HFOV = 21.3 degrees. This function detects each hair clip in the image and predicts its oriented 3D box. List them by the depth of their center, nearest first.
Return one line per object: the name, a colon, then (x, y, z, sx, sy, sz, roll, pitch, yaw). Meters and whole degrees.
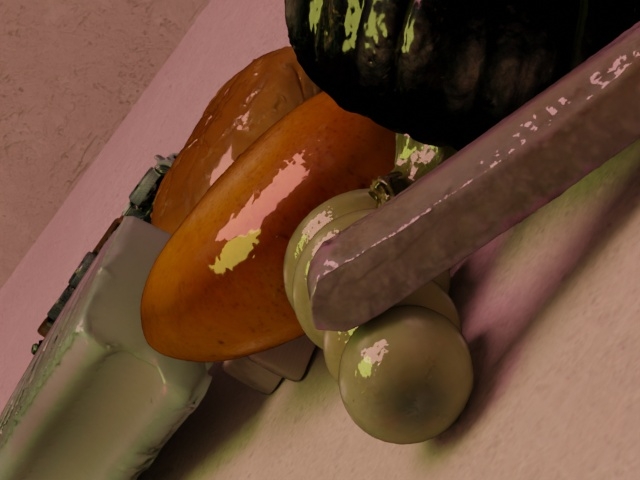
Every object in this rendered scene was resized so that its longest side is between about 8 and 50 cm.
hair clip: (-0.004, -0.002, 1.751, 0.101, 0.085, 0.331, -30, 31, 61)

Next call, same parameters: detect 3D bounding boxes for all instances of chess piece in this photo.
chess piece: (0.054, 0.073, 1.363, 0.144, 0.144, 0.251, -51, 22, 14)

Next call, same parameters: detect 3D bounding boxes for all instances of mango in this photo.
mango: (-0.032, -0.006, 1.575, 0.350, 0.201, 0.199, -35, -18, 13)

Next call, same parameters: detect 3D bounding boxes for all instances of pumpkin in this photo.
pumpkin: (0.115, -0.152, 1.398, 0.296, 0.296, 0.296, -49, 16, 20)

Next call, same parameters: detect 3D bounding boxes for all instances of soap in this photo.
soap: (-0.245, 0.166, 1.876, 0.446, 0.156, 0.261, -53, 13, 44)

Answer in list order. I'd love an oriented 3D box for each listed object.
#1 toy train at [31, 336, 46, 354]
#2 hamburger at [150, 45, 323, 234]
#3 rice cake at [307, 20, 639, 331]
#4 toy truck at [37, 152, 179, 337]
toy train: (-0.343, 0.209, 2.233, 0.071, 0.104, 0.178, -20, 55, 65)
hamburger: (-0.087, -0.080, 2.036, 0.318, 0.158, 0.318, -51, 14, 18)
rice cake: (0.151, -0.063, 1.255, 0.399, 0.064, 0.070, -35, 19, 6)
toy truck: (-0.241, 0.026, 2.317, 0.305, 0.136, 0.162, -53, 6, 15)
